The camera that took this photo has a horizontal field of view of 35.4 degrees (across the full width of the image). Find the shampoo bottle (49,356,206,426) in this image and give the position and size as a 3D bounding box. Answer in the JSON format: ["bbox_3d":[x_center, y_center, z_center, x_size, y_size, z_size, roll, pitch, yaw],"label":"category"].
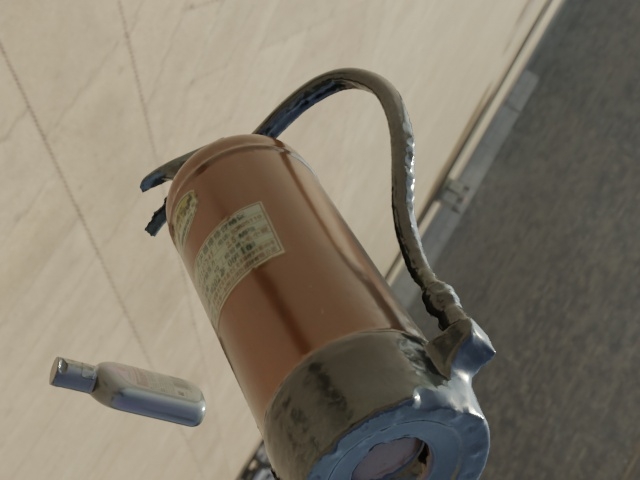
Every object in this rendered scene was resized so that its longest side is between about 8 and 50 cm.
[{"bbox_3d":[-0.207,0.159,1.077,0.040,0.165,0.080,-68,-155,11],"label":"shampoo bottle"}]

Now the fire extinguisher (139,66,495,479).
[{"bbox_3d":[0.001,0.009,0.665,0.200,0.376,0.113,-26,131,-8],"label":"fire extinguisher"}]
